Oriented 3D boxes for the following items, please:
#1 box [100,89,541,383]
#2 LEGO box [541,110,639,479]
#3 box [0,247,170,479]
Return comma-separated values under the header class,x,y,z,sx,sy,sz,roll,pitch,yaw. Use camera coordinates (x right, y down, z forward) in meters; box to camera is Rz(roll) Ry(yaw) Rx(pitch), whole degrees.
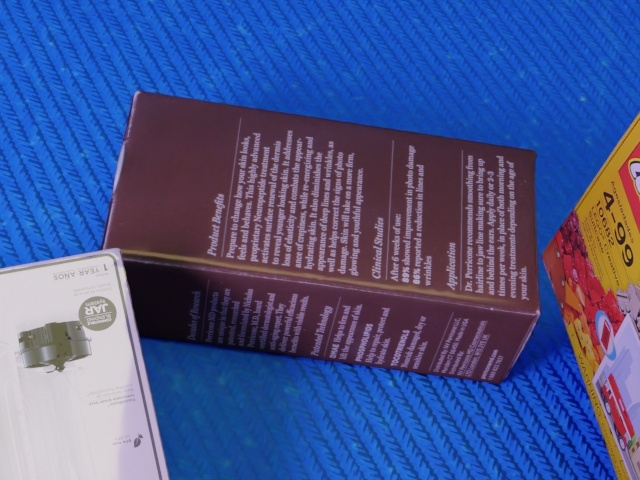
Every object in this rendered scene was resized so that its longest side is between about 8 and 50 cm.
class,x,y,z,sx,sy,sz,roll,pitch,yaw
box,0.000,0.000,1.216,0.381,0.143,0.191,10,54,-5
LEGO box,0.357,0.160,0.931,0.193,0.372,0.500,-14,72,-8
box,-0.209,0.166,1.023,0.169,0.087,0.290,-11,79,-17
